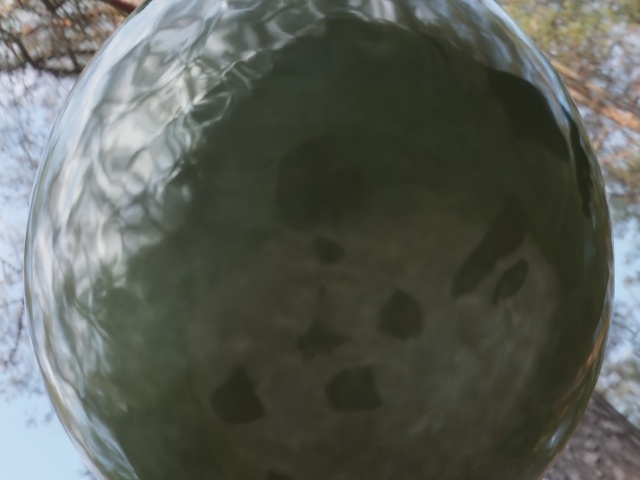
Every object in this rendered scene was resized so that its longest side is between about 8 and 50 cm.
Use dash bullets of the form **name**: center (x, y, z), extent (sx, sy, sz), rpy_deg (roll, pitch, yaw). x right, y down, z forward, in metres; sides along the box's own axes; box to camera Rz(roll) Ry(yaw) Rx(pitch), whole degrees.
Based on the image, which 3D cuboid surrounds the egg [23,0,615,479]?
- **egg**: center (0.000, 0.000, 0.639), extent (0.258, 0.352, 0.259), rpy_deg (-1, -59, -2)
